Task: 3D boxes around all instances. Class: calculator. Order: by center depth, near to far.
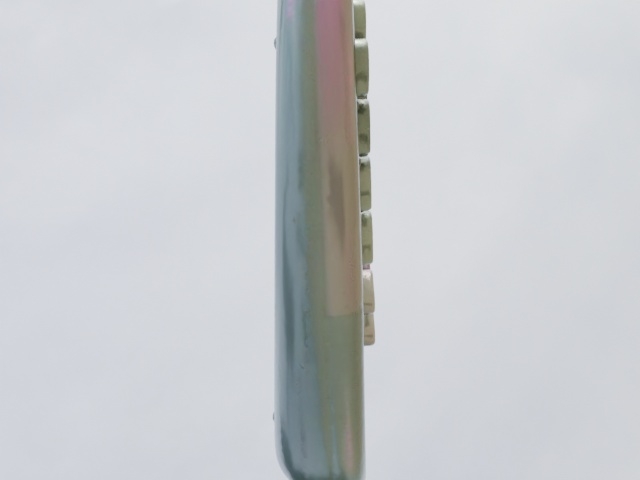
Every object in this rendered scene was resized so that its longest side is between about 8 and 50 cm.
[{"bbox_3d":[0.000,0.000,0.498,0.185,0.041,0.298,-91,0,-50],"label":"calculator"}]
